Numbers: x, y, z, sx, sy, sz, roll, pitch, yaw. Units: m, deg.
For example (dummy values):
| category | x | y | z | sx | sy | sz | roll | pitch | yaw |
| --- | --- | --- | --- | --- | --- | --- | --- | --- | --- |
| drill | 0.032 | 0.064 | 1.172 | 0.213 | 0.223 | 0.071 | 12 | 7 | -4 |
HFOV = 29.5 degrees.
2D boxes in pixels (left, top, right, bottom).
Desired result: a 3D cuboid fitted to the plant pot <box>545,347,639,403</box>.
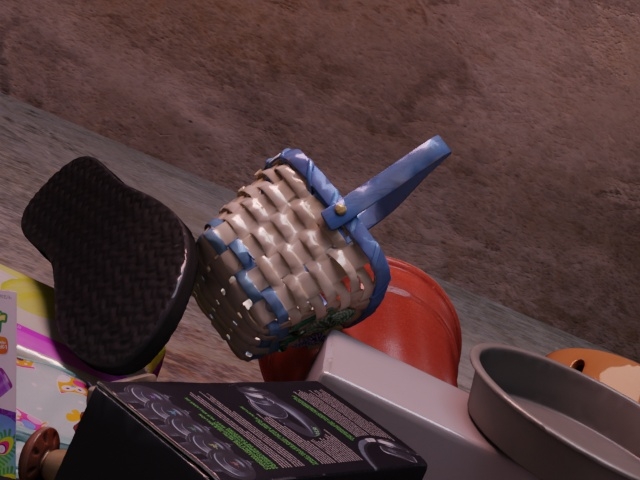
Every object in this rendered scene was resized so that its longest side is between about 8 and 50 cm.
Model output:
| category | x | y | z | sx | sy | sz | roll | pitch | yaw |
| --- | --- | --- | --- | --- | --- | --- | --- | --- | --- |
| plant pot | 0.322 | 0.267 | 1.471 | 0.291 | 0.203 | 0.291 | 22 | -28 | 12 |

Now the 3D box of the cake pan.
| category | x | y | z | sx | sy | sz | roll | pitch | yaw |
| --- | --- | --- | --- | --- | --- | --- | --- | --- | --- |
| cake pan | 0.269 | 0.197 | 1.201 | 0.293 | 0.054 | 0.293 | 25 | 12 | -6 |

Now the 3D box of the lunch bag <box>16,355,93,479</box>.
| category | x | y | z | sx | sy | sz | roll | pitch | yaw |
| --- | --- | --- | --- | --- | --- | --- | --- | --- | --- |
| lunch bag | -0.295 | 0.179 | 1.059 | 0.279 | 0.108 | 0.224 | 19 | 12 | -33 |

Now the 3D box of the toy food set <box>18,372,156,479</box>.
| category | x | y | z | sx | sy | sz | roll | pitch | yaw |
| --- | --- | --- | --- | --- | --- | --- | --- | --- | --- |
| toy food set | -0.195 | 0.200 | 0.958 | 0.071 | 0.218 | 0.128 | 12 | 10 | 15 |

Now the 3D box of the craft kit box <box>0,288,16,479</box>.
| category | x | y | z | sx | sy | sz | roll | pitch | yaw |
| --- | --- | --- | --- | --- | --- | --- | --- | --- | --- |
| craft kit box | -0.325 | 0.144 | 0.842 | 0.061 | 0.247 | 0.250 | -17 | -18 | 36 |

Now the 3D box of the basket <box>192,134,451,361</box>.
| category | x | y | z | sx | sy | sz | roll | pitch | yaw |
| --- | --- | --- | --- | --- | --- | --- | --- | --- | --- |
| basket | 0.000 | 0.000 | 1.357 | 0.201 | 0.289 | 0.255 | 50 | -19 | 5 |

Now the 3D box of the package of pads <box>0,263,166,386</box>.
| category | x | y | z | sx | sy | sz | roll | pitch | yaw |
| --- | --- | --- | --- | --- | --- | --- | --- | --- | --- |
| package of pads | -0.326 | 0.116 | 1.313 | 0.296 | 0.101 | 0.229 | 26 | 11 | -3 |

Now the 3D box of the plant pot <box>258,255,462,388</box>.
| category | x | y | z | sx | sy | sz | roll | pitch | yaw |
| --- | --- | --- | --- | --- | --- | --- | --- | --- | --- |
| plant pot | 0.059 | 0.192 | 1.488 | 0.272 | 0.272 | 0.265 | 24 | 19 | -12 |

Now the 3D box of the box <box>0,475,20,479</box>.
| category | x | y | z | sx | sy | sz | roll | pitch | yaw |
| --- | --- | --- | --- | --- | --- | --- | --- | --- | --- |
| box | -0.174 | 0.254 | 0.473 | 0.294 | 0.296 | 0.183 | 21 | 11 | -28 |

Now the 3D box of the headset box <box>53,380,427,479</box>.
| category | x | y | z | sx | sy | sz | roll | pitch | yaw |
| --- | --- | --- | --- | --- | --- | --- | --- | --- | --- |
| headset box | -0.087 | 0.237 | 0.884 | 0.131 | 0.246 | 0.283 | 32 | 11 | 33 |

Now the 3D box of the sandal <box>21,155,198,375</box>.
| category | x | y | z | sx | sy | sz | roll | pitch | yaw |
| --- | --- | --- | --- | --- | --- | --- | --- | --- | --- |
| sandal | -0.216 | 0.024 | 1.343 | 0.107 | 0.167 | 0.446 | 47 | 0 | -31 |

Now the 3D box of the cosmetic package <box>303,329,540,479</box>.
| category | x | y | z | sx | sy | sz | roll | pitch | yaw |
| --- | --- | --- | --- | --- | --- | --- | --- | --- | --- |
| cosmetic package | 0.162 | 0.299 | 1.226 | 0.453 | 0.230 | 0.161 | 25 | 11 | -1 |
